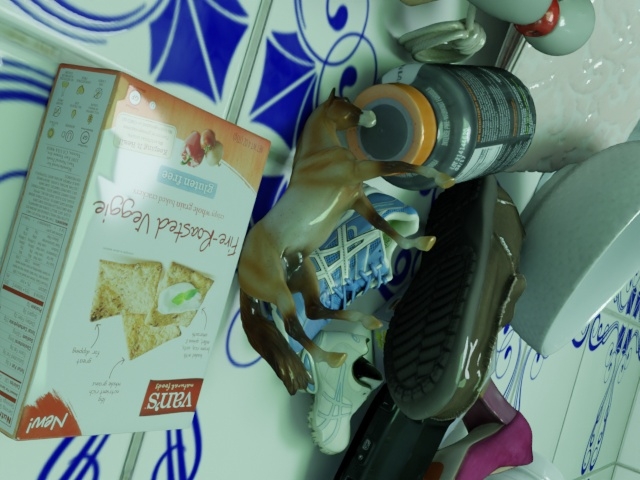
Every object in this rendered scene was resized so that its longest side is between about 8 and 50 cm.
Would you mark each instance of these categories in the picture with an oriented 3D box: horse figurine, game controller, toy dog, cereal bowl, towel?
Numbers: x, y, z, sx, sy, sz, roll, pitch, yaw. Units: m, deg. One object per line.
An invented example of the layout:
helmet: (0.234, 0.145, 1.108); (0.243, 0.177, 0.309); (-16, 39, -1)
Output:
horse figurine: (0.000, 0.000, 0.643); (0.263, 0.174, 0.066); (-60, 150, 1)
game controller: (0.061, 0.310, 0.879); (0.166, 0.067, 0.319); (21, 96, -59)
toy dog: (0.173, -0.276, 0.661); (0.333, 0.220, 0.161); (-4, 94, -80)
cereal bowl: (0.370, -0.004, 1.038); (0.339, 0.141, 0.339); (-35, 150, -24)
towel: (0.355, -0.236, 0.989); (0.331, 0.053, 0.317); (-2, 125, -38)

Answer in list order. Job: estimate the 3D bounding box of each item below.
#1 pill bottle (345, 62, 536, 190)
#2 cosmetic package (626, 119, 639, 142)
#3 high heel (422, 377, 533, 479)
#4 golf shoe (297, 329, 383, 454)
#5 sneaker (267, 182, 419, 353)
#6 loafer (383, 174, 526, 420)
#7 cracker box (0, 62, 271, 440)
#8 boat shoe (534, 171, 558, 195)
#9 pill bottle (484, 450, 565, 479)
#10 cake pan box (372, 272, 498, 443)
pill bottle: (0.128, -0.123, 0.782); (0.245, 0.130, 0.131); (-15, 116, -53)
cosmetic package: (0.567, -0.236, 1.235); (0.224, 0.224, 0.138); (43, 66, -82)
high heel: (0.222, 0.367, 1.072); (0.377, 0.127, 0.181); (-41, 102, -43)
golf shoe: (0.026, 0.166, 0.778); (0.069, 0.086, 0.176); (-85, 166, -50)
sneaker: (0.022, 0.027, 0.731); (0.211, 0.081, 0.080); (-56, 144, -24)
loafer: (0.181, 0.059, 0.835); (0.130, 0.134, 0.366); (39, 46, -14)
cracker box: (-0.132, 0.015, 0.512); (0.155, 0.067, 0.232); (16, 90, -56)
boat shoe: (0.409, -0.050, 1.268); (0.183, 0.083, 0.065); (-57, 143, -25)
pill bottle: (0.277, 0.510, 1.207); (0.334, 0.187, 0.188); (-49, 139, -32)
cake pan box: (0.172, 0.143, 1.014); (0.267, 0.070, 0.246); (-39, 135, -42)
